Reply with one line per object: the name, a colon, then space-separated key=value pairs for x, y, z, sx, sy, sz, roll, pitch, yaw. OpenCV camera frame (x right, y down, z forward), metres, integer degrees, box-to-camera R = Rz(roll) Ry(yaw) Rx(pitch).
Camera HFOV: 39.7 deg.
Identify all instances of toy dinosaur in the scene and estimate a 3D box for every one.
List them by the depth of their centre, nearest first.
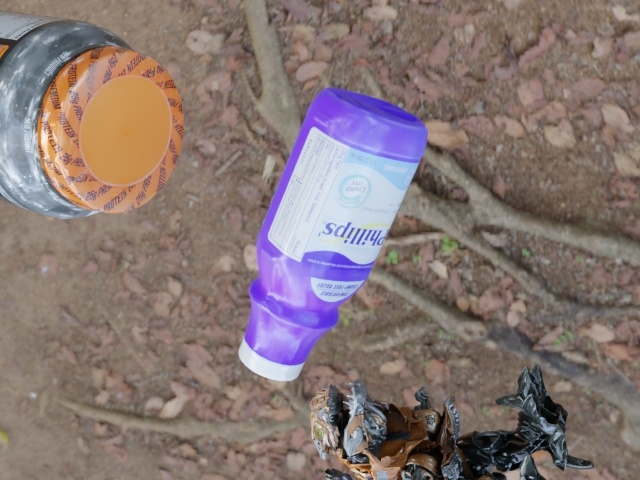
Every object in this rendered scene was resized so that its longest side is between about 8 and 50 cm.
toy dinosaur: x=0.135 y=0.232 z=0.855 sx=0.218 sy=0.164 sz=0.322 roll=-31 pitch=136 yaw=30

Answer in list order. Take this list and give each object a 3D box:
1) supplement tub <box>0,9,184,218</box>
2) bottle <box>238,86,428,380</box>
supplement tub: x=-0.324 y=-0.142 z=0.966 sx=0.338 sy=0.207 sz=0.207 roll=17 pitch=130 yaw=34
bottle: x=0.000 y=0.000 z=0.846 sx=0.118 sy=0.092 sz=0.283 roll=7 pitch=114 yaw=-43
